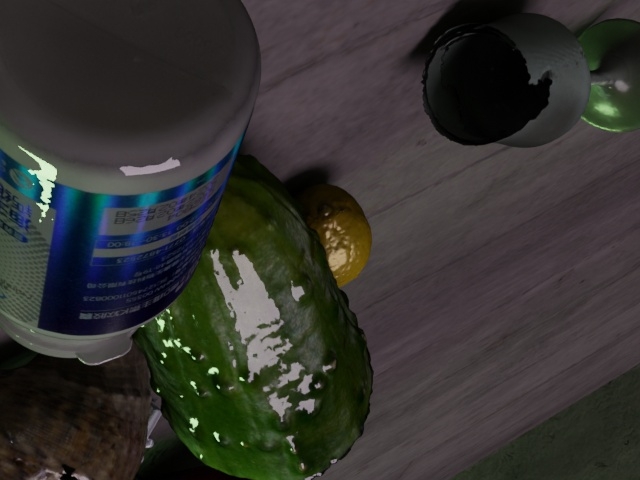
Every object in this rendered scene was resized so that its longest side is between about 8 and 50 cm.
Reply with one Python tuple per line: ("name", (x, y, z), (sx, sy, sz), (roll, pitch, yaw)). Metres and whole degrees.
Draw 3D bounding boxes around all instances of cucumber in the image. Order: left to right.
("cucumber", (-0.050, 0.026, 0.755), (0.134, 0.134, 0.244), (-31, 145, -8))

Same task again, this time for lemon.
("lemon", (0.000, 0.000, 0.876), (0.065, 0.065, 0.092), (-29, 153, -16))

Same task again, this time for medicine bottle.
("medicine bottle", (-0.092, -0.026, 0.560), (0.107, 0.107, 0.191), (-25, 161, -26))

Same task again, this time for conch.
("conch", (-0.168, 0.108, 0.859), (0.207, 0.130, 0.155), (-51, -155, -22))

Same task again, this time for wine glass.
("wine glass", (0.139, -0.097, 0.839), (0.079, 0.079, 0.195), (-45, 161, 33))

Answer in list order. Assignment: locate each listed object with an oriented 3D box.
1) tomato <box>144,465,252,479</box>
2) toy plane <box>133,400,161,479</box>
("tomato", (-0.152, 0.305, 1.269), (0.290, 0.176, 0.335), (-15, 171, 16))
("toy plane", (-0.174, 0.197, 1.110), (0.162, 0.065, 0.171), (-45, 158, -1))
